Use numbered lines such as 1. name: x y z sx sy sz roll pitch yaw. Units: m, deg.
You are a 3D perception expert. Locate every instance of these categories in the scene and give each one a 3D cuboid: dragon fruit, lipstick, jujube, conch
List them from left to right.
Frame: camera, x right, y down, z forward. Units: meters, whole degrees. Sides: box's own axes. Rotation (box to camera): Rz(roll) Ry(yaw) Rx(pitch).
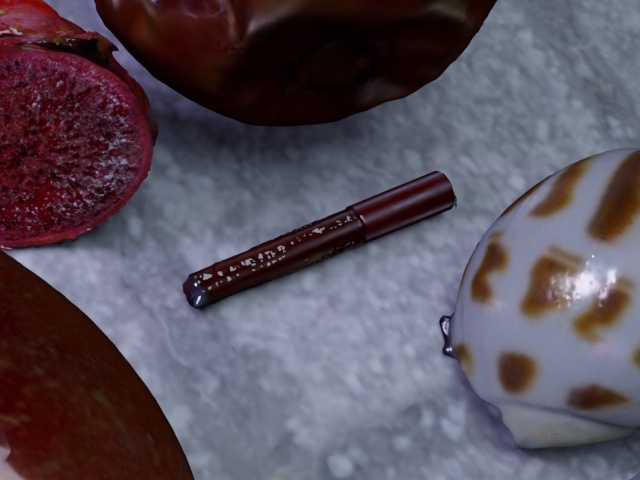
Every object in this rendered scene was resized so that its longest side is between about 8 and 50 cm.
1. dragon fruit: -0.165 -0.085 0.900 0.153 0.153 0.111 -1 47 -18
2. jujube: -0.032 -0.256 0.953 0.276 0.276 0.377 -11 69 -22
3. lipstick: 0.000 0.000 0.966 0.176 0.027 0.027 -22 72 -24
4. conch: 0.211 0.011 0.953 0.275 0.149 0.183 -39 84 -27

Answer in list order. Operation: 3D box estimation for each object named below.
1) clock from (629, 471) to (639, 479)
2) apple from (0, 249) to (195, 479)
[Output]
1. clock: 0.153 0.193 0.814 0.063 0.197 0.150 26 59 -1
2. apple: -0.212 0.148 0.676 0.348 0.277 0.348 6 65 -13
